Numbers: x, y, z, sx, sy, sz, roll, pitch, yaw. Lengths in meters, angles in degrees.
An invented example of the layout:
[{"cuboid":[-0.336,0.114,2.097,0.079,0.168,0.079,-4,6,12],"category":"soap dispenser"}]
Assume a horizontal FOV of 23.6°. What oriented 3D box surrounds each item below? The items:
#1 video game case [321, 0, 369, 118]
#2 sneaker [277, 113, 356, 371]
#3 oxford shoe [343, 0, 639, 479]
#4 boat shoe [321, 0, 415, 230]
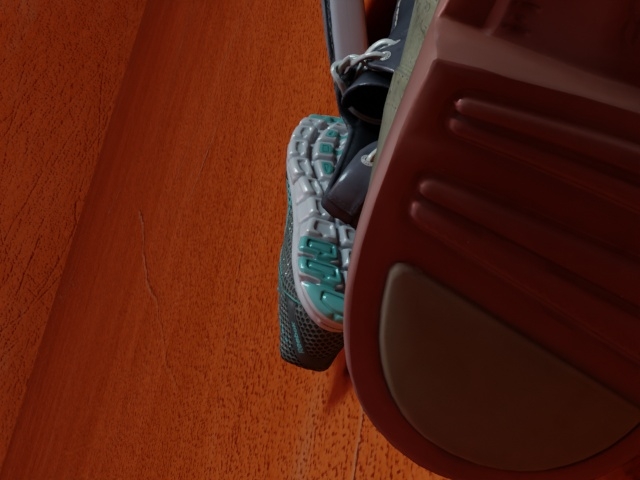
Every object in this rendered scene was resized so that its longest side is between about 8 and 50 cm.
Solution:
[{"cuboid":[0.010,-0.180,0.934,0.173,0.022,0.190,-97,1,-63],"category":"video game case"},{"cuboid":[0.000,0.000,0.816,0.166,0.065,0.076,-82,15,-48],"category":"sneaker"},{"cuboid":[0.104,-0.128,0.440,0.146,0.140,0.397,-90,25,-71],"category":"oxford shoe"},{"cuboid":[0.039,-0.078,0.759,0.075,0.065,0.206,124,161,-44],"category":"boat shoe"}]
